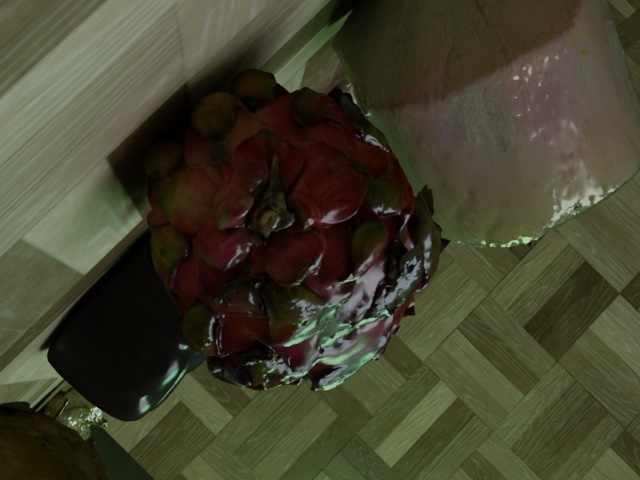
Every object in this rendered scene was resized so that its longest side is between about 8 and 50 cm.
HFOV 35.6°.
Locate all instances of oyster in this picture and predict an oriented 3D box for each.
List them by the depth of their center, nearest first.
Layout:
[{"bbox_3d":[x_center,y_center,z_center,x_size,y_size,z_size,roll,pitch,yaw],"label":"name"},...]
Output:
[{"bbox_3d":[-0.467,0.396,1.640,0.275,0.271,0.100,-16,163,-8],"label":"oyster"}]

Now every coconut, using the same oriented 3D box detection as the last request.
[{"bbox_3d":[0.164,-0.176,1.030,0.297,0.309,0.297,-24,-152,14],"label":"coconut"}]

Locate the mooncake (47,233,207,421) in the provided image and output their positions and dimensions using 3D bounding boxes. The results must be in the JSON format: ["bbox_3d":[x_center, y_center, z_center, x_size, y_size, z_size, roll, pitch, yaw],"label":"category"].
[{"bbox_3d":[-0.193,0.088,1.261,0.306,0.154,0.306,-46,177,-3],"label":"mooncake"}]

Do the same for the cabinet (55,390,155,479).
[{"bbox_3d":[-0.471,0.478,1.878,0.227,0.290,0.318,-46,180,-22],"label":"cabinet"}]

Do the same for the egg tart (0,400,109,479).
[{"bbox_3d":[-0.342,0.266,0.901,0.315,0.315,0.120,-45,141,-25],"label":"egg tart"}]

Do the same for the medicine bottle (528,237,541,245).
[{"bbox_3d":[0.253,-0.191,1.484,0.213,0.378,0.213,-46,179,-1],"label":"medicine bottle"}]

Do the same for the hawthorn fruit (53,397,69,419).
[{"bbox_3d":[-0.458,0.343,1.536,0.162,0.162,0.203,-46,-163,34],"label":"hawthorn fruit"}]

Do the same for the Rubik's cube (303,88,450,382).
[{"bbox_3d":[0.000,0.000,1.559,0.307,0.305,0.310,-48,178,-25],"label":"Rubik's cube"}]

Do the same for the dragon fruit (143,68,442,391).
[{"bbox_3d":[-0.040,-0.016,0.873,0.250,0.269,0.291,-38,144,-1],"label":"dragon fruit"}]
